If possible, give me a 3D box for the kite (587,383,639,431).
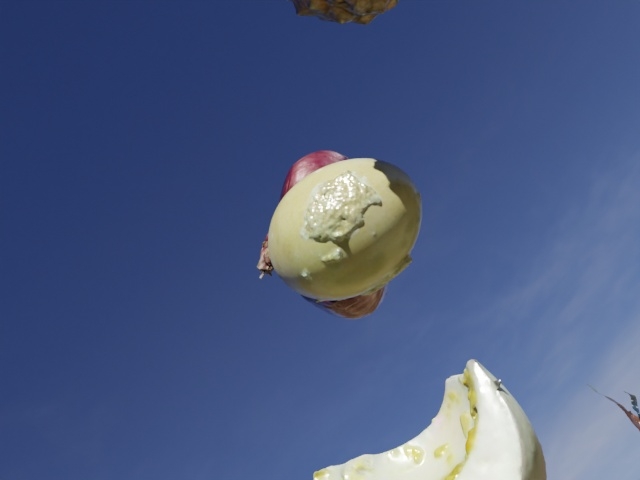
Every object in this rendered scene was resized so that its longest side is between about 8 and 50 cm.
[{"bbox_3d":[0.314,0.220,0.642,0.015,0.310,0.169,-47,-36,12],"label":"kite"}]

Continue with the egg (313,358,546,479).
[{"bbox_3d":[0.152,0.285,0.985,0.271,0.206,0.162,-47,-38,9],"label":"egg"}]

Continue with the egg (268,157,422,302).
[{"bbox_3d":[0.028,-0.015,1.030,0.201,0.164,0.164,-34,-22,27],"label":"egg"}]

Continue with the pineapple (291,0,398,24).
[{"bbox_3d":[0.018,-0.332,0.762,0.169,0.169,0.340,-40,-13,-10],"label":"pineapple"}]

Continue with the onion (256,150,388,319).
[{"bbox_3d":[0.000,0.000,1.749,0.286,0.347,0.347,-17,-27,10],"label":"onion"}]
